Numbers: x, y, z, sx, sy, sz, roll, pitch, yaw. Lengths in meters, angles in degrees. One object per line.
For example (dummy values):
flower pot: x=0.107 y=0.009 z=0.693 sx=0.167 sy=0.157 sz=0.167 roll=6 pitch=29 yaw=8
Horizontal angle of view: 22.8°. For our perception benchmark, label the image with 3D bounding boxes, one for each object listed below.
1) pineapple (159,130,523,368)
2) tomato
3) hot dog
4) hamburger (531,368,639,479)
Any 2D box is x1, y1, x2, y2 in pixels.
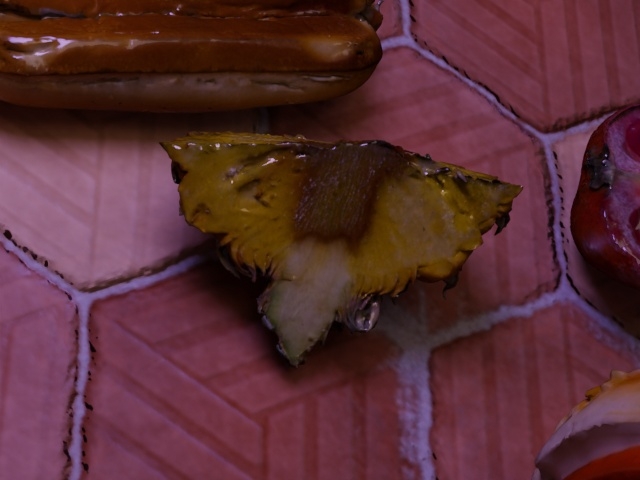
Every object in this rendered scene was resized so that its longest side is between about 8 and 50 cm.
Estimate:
pineapple: x=0.006 y=0.000 z=1.142 sx=0.250 sy=0.140 sz=0.164 roll=-1 pitch=102 yaw=-9
tomato: x=0.272 y=-0.012 z=1.260 sx=0.173 sy=0.099 sz=0.189 roll=20 pitch=52 yaw=-16
hot dog: x=-0.098 y=-0.156 z=1.174 sx=0.337 sy=0.100 sz=0.135 roll=-4 pitch=71 yaw=-26
hamburger: x=0.260 y=0.239 z=0.970 sx=0.330 sy=0.330 sz=0.250 roll=33 pitch=52 yaw=-4
